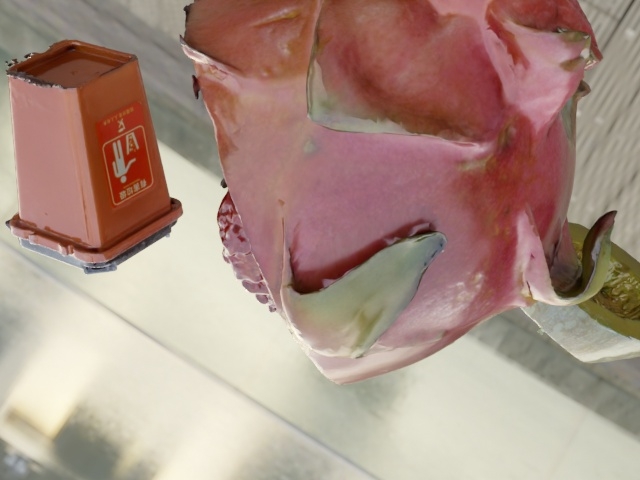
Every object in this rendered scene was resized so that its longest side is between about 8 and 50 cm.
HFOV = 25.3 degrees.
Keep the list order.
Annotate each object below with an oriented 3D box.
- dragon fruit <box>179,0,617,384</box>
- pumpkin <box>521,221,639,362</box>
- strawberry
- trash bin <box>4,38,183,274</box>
[{"bbox_3d":[0.068,-0.070,0.898,0.226,0.305,0.305,-20,143,10],"label":"dragon fruit"},{"bbox_3d":[0.309,0.078,1.670,0.217,0.110,0.217,30,-152,-18],"label":"pumpkin"},{"bbox_3d":[0.000,0.000,1.532,0.111,0.190,0.236,5,130,43],"label":"strawberry"},{"bbox_3d":[-0.279,-0.102,1.639,0.184,0.161,0.238,16,125,35],"label":"trash bin"}]
